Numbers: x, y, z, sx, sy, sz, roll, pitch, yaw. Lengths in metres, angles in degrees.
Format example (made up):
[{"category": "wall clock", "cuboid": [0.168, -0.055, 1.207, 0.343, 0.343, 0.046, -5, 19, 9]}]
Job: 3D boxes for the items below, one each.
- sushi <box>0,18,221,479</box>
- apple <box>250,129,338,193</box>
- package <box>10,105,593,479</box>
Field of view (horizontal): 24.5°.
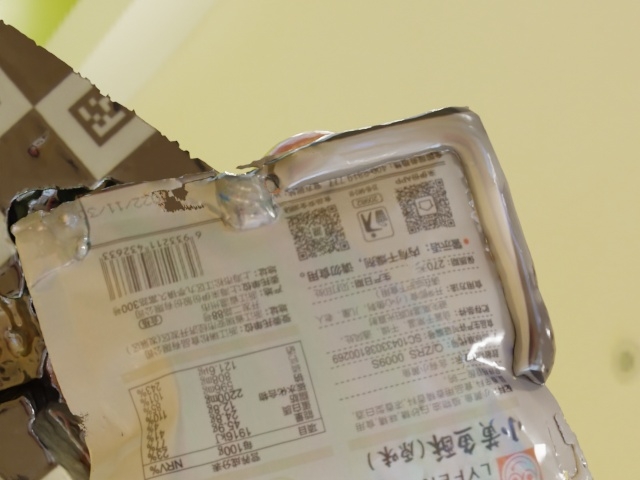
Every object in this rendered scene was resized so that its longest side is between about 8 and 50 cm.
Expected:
[{"category": "sushi", "cuboid": [-0.157, 0.065, 0.993, 0.320, 0.339, 0.069, -56, 180, 15]}, {"category": "apple", "cuboid": [0.000, 0.000, 1.415, 0.199, 0.199, 0.199, -16, -109, 57]}, {"category": "package", "cuboid": [-0.002, 0.051, 0.493, 0.027, 0.171, 0.173, 119, -43, -75]}]
